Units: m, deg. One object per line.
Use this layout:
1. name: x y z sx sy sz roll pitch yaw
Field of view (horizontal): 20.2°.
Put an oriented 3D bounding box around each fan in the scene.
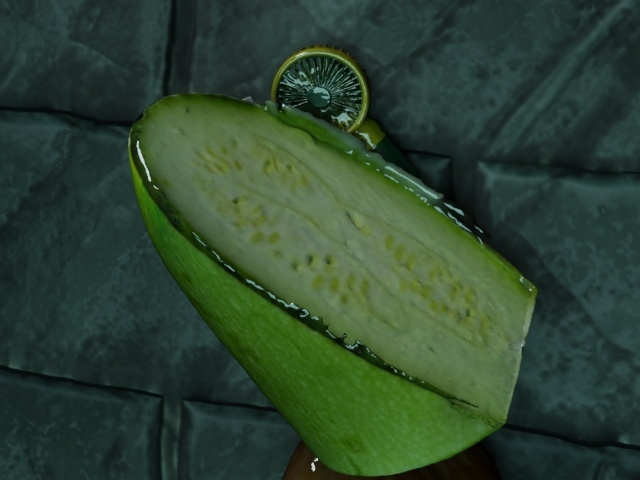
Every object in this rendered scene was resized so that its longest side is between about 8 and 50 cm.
1. fan: 0.024 -0.095 1.495 0.082 0.039 0.155 -37 101 17

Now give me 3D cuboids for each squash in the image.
1. squash: 0.000 0.000 1.392 0.210 0.233 0.309 -19 116 29

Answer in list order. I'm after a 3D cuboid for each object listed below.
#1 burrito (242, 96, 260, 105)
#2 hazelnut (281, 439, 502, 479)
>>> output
1. burrito: -0.038 -0.026 1.517 0.064 0.064 0.203 -18 104 15
2. hazelnut: 0.055 0.242 1.523 0.210 0.210 0.186 19 131 5
